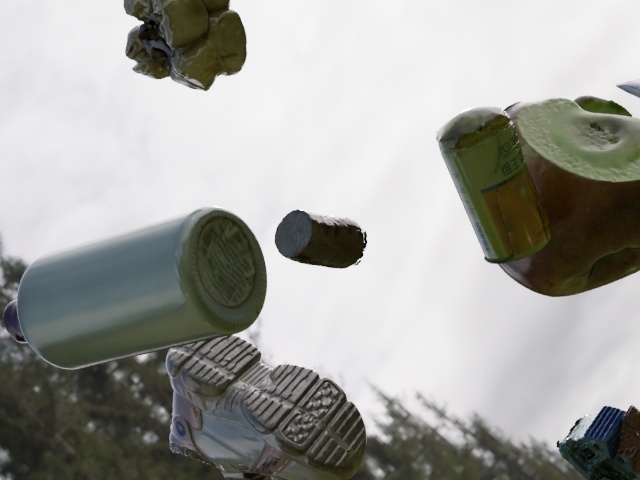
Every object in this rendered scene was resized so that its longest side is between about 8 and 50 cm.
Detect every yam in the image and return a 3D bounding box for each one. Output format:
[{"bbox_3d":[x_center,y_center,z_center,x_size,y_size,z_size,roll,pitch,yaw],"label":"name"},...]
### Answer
[{"bbox_3d":[-0.002,-0.002,1.651,0.127,0.084,0.084,14,-67,-49],"label":"yam"}]

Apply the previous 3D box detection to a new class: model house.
[{"bbox_3d":[0.524,0.357,2.059,0.119,0.148,0.149,-42,-9,-31],"label":"model house"}]

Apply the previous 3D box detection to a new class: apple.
[{"bbox_3d":[0.449,-0.096,2.052,0.384,0.374,0.374,-35,-16,27],"label":"apple"}]

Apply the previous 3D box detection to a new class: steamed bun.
[{"bbox_3d":[-0.200,-0.296,1.601,0.106,0.177,0.192,-31,-56,-39],"label":"steamed bun"}]

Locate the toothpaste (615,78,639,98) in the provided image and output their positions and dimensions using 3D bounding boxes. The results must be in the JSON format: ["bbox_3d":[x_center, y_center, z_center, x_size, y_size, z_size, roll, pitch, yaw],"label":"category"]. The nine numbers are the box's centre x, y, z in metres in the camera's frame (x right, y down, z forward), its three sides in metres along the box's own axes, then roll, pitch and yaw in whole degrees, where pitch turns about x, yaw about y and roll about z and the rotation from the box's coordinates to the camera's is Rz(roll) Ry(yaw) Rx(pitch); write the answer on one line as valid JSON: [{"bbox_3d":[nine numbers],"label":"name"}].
[{"bbox_3d":[0.611,-0.272,2.160,0.057,0.197,0.035,-13,-69,-7],"label":"toothpaste"}]

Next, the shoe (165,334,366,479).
[{"bbox_3d":[-0.091,0.294,1.827,0.172,0.351,0.198,-29,-40,-46],"label":"shoe"}]

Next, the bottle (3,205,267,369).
[{"bbox_3d":[-0.166,0.046,0.954,0.245,0.104,0.104,-15,-3,35],"label":"bottle"}]

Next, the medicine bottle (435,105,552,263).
[{"bbox_3d":[0.265,-0.091,1.792,0.124,0.124,0.239,-34,-71,-32],"label":"medicine bottle"}]
